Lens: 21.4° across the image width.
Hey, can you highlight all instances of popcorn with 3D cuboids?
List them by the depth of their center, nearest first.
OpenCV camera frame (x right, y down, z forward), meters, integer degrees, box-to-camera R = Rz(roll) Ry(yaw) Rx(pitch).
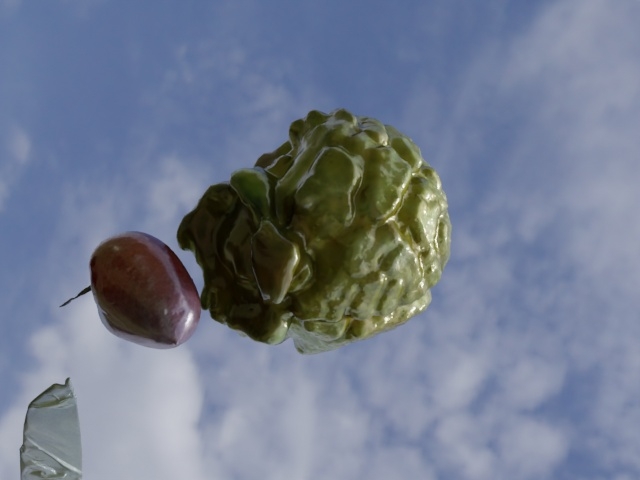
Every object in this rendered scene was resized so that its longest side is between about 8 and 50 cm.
[{"bbox_3d":[0.000,0.000,1.642,0.258,0.270,0.224,-32,-87,2],"label":"popcorn"}]

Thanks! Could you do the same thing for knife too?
[{"bbox_3d":[-0.183,0.181,1.140,0.017,0.047,0.297,-84,-175,-45],"label":"knife"}]

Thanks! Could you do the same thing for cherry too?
[{"bbox_3d":[-0.162,0.050,1.561,0.126,0.087,0.106,37,-36,14],"label":"cherry"}]
